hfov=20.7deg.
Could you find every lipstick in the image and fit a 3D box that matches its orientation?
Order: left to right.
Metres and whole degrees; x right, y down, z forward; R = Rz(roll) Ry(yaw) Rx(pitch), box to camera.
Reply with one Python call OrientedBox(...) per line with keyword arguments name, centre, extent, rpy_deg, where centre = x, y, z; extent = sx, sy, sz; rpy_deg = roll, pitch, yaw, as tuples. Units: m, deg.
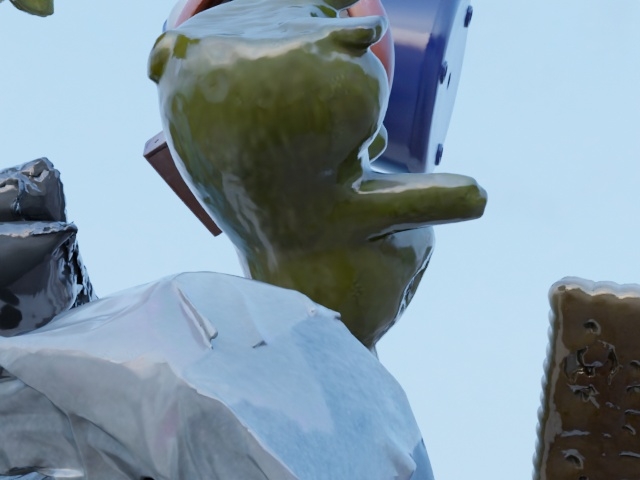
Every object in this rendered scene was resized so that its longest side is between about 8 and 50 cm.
OrientedBox(name="lipstick", centre=(-0.160, -0.074, 2.198), extent=(0.045, 0.045, 0.145), rpy_deg=(-33, -65, 15))

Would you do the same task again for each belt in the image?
OrientedBox(name="belt", centre=(-0.124, 0.213, 0.933), extent=(0.300, 0.436, 0.173), rpy_deg=(40, 23, 13))

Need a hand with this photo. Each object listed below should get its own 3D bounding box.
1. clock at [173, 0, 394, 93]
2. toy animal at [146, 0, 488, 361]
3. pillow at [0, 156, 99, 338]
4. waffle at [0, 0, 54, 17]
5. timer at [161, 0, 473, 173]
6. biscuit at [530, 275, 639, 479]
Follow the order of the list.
OrientedBox(name="clock", centre=(-0.035, -0.141, 1.435), extent=(0.205, 0.205, 0.051), rpy_deg=(-3, -9, 23))
OrientedBox(name="toy animal", centre=(0.014, -0.014, 1.262), extent=(0.180, 0.181, 0.363), rpy_deg=(-26, -63, -6))
OrientedBox(name="pillow", centre=(-0.299, 0.046, 1.139), extent=(0.326, 0.101, 0.228), rpy_deg=(-6, -33, 1))
OrientedBox(name="waffle", centre=(-0.271, -0.293, 1.289), extent=(0.056, 0.261, 0.250), rpy_deg=(-20, -25, 22))
OrientedBox(name="timer", centre=(-0.016, -0.240, 2.253), extent=(0.383, 0.270, 0.270), rpy_deg=(12, -23, 10))
OrientedBox(name="biscuit", centre=(0.302, 0.175, 1.612), extent=(0.217, 0.044, 0.325), rpy_deg=(9, -52, 9))
